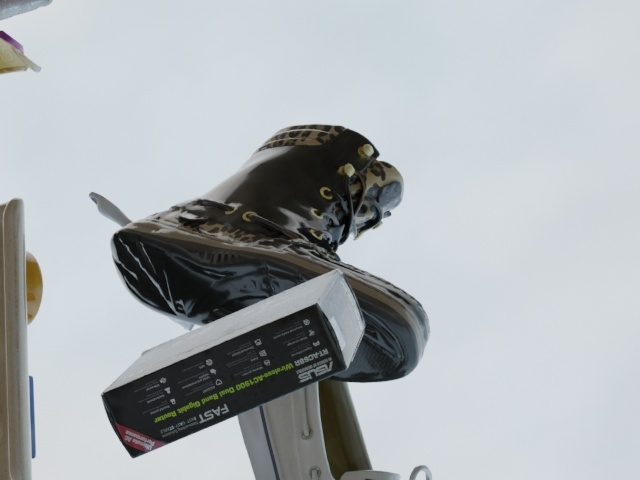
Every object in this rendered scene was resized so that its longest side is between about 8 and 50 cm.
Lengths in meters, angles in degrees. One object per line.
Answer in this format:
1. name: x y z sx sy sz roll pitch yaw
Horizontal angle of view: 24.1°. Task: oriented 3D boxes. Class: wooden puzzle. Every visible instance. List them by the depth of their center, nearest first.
1. wooden puzzle: -0.403 0.138 1.717 0.348 0.080 0.322 -16 -106 49

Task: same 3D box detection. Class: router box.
1. router box: -0.042 0.061 0.767 0.122 0.038 0.092 -23 -173 11

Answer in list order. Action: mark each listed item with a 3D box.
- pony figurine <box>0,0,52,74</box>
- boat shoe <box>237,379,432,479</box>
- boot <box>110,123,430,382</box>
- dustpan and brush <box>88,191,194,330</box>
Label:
1. pony figurine: -0.353 -0.119 0.866 0.351 0.363 0.303 -48 -132 -12
2. boat shoe: 0.039 0.271 1.522 0.156 0.136 0.367 -28 -116 22
3. boot: 0.000 0.000 1.599 0.377 0.138 0.284 13 -143 33
4. dustpan and brush: -0.226 0.011 1.969 0.211 0.147 0.060 33 -131 -2
